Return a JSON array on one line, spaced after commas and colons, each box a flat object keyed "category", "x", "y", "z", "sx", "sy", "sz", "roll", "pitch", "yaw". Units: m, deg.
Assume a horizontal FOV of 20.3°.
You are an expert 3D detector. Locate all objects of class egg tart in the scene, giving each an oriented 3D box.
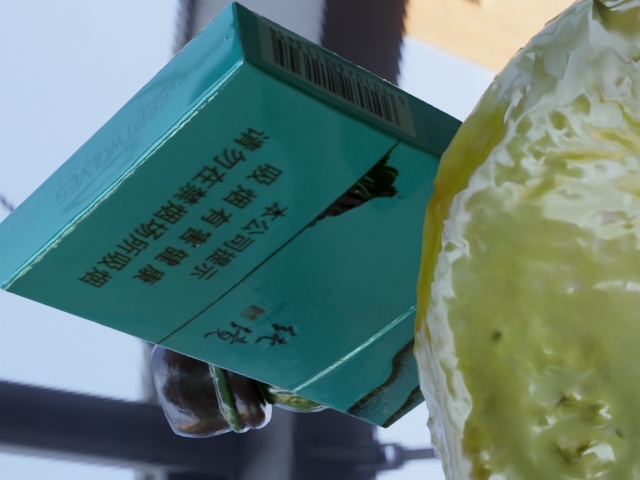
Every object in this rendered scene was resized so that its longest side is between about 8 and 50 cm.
[{"category": "egg tart", "x": 0.170, "y": 0.046, "z": 0.653, "sx": 0.120, "sy": 0.315, "sz": 0.315, "roll": -16, "pitch": -86, "yaw": -46}]

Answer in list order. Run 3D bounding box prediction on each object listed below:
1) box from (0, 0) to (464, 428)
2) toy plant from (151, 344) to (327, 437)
[{"category": "box", "x": 0.000, "y": 0.000, "z": 0.769, "sx": 0.226, "sy": 0.161, "sz": 0.042, "roll": 24, "pitch": -139, "yaw": -37}, {"category": "toy plant", "x": -0.037, "y": 0.088, "z": 1.312, "sx": 0.093, "sy": 0.162, "sz": 0.093, "roll": -17, "pitch": -90, "yaw": -85}]
